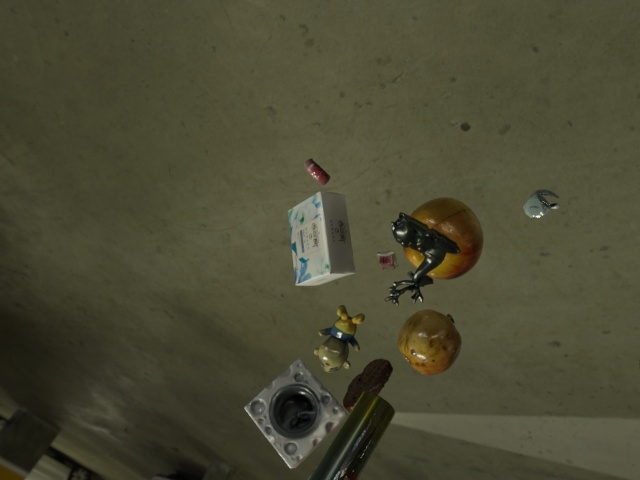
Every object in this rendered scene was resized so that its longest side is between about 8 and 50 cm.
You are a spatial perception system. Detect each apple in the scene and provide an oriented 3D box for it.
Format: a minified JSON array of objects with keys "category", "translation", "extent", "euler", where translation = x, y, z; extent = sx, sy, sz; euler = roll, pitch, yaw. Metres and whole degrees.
[{"category":"apple","translation":[0.419,-0.005,1.564],"extent":[0.286,0.233,0.286],"euler":[28,128,43]}]

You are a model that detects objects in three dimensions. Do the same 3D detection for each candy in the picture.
[{"category":"candy","translation":[-0.011,-0.233,1.533],"extent":[0.103,0.103,0.043],"euler":[40,100,-16]}]

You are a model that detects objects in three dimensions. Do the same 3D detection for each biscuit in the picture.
[{"category":"biscuit","translation":[0.140,0.424,1.325],"extent":[0.049,0.192,0.192],"euler":[42,140,-4]}]

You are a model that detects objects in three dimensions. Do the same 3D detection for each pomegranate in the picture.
[{"category":"pomegranate","translation":[0.365,0.329,1.479],"extent":[0.215,0.215,0.215],"euler":[16,140,14]}]

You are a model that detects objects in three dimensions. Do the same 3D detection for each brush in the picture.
[{"category":"brush","translation":[0.242,0.085,1.602],"extent":[0.060,0.050,0.321],"euler":[-7,168,11]}]

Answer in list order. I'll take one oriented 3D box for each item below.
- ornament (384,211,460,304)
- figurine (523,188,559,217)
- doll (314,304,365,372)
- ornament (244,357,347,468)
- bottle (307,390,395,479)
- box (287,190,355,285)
[{"category":"ornament","translation":[0.231,0.068,1.220],"extent":[0.202,0.080,0.236],"euler":[28,109,-10]},{"category":"figurine","translation":[0.650,-0.108,1.319],"extent":[0.094,0.086,0.082],"euler":[9,100,51]},{"category":"doll","translation":[0.040,0.232,1.017],"extent":[0.101,0.089,0.180],"euler":[21,119,14]},{"category":"ornament","translation":[-0.077,0.586,1.533],"extent":[0.239,0.239,0.240],"euler":[45,163,19]},{"category":"bottle","translation":[0.046,0.443,0.906],"extent":[0.082,0.286,0.082],"euler":[30,151,19]},{"category":"box","translation":[-0.002,-0.001,1.518],"extent":[0.116,0.275,0.203],"euler":[4,163,-37]}]
